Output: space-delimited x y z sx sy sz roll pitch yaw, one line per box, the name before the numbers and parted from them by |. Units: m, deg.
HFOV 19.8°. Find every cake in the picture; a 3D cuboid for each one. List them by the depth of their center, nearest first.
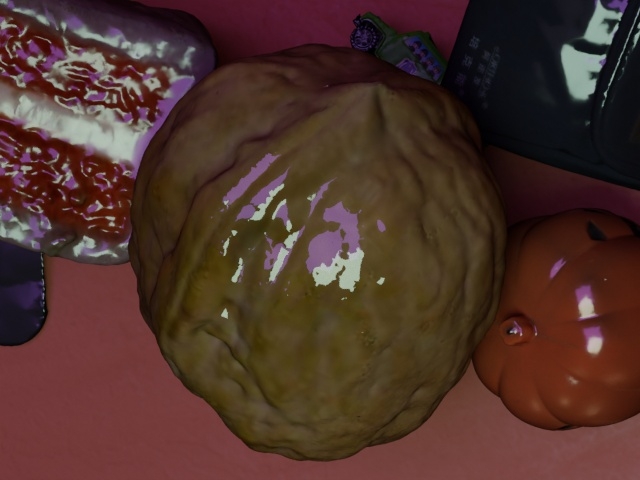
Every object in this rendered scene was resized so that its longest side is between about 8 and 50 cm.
cake | -0.266 -0.128 1.629 0.309 0.230 0.237 18 95 -6

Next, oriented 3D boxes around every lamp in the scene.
lamp | 0.205 0.066 1.514 0.188 0.164 0.187 6 99 45

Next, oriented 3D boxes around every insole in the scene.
insole | -0.302 -0.067 1.770 0.119 0.009 0.348 4 102 9

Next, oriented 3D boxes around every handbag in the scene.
handbag | 0.261 -0.180 1.461 0.275 0.178 0.301 24 109 11

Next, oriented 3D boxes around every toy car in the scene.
toy car | 0.091 -0.138 1.623 0.062 0.071 0.165 -38 76 2

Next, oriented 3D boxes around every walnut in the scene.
walnut | -0.003 0.000 1.448 0.306 0.306 0.344 36 135 18
